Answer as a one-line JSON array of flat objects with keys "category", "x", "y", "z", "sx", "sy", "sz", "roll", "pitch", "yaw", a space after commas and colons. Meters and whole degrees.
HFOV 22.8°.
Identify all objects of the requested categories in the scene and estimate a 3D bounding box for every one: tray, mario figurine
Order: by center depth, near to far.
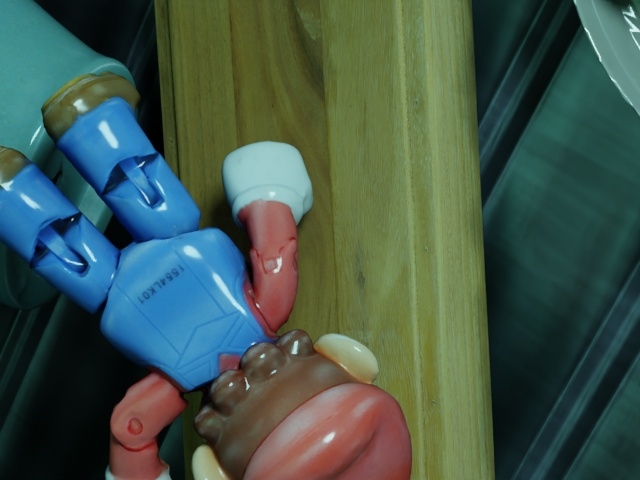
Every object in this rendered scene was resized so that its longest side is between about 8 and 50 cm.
[{"category": "mario figurine", "x": -0.072, "y": 0.061, "z": 0.962, "sx": 0.320, "sy": 0.170, "sz": 0.198, "roll": 50, "pitch": 124, "yaw": 4}, {"category": "tray", "x": 0.000, "y": 0.000, "z": 1.032, "sx": 0.202, "sy": 0.076, "sz": 0.411, "roll": -1, "pitch": 94, "yaw": 31}]

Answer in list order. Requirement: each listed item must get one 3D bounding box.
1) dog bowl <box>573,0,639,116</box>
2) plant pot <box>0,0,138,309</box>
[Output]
[{"category": "dog bowl", "x": 0.301, "y": -0.185, "z": 0.809, "sx": 0.348, "sy": 0.102, "sz": 0.349, "roll": 4, "pitch": 98, "yaw": 31}, {"category": "plant pot", "x": -0.277, "y": -0.078, "z": 1.095, "sx": 0.255, "sy": 0.271, "sz": 0.272, "roll": 22, "pitch": 107, "yaw": 13}]
